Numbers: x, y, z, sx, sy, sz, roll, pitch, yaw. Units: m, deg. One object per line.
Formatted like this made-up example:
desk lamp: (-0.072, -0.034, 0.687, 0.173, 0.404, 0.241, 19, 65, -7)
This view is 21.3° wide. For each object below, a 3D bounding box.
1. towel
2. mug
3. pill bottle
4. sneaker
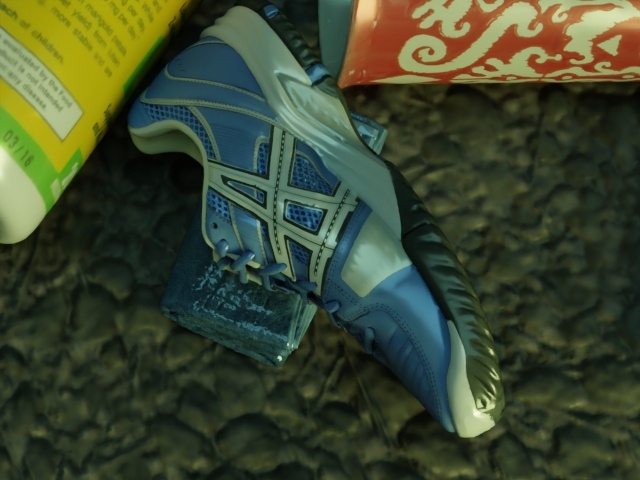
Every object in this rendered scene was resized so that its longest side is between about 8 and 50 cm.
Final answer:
towel: (-0.021, -0.009, 0.753, 0.067, 0.029, 0.119, 21, 73, 3)
mug: (0.091, -0.137, 0.751, 0.169, 0.113, 0.150, 2, 104, -8)
pill bottle: (-0.112, -0.133, 0.725, 0.136, 0.136, 0.246, 33, 73, 5)
sneaker: (0.000, 0.000, 0.702, 0.081, 0.080, 0.211, -34, 69, -7)
